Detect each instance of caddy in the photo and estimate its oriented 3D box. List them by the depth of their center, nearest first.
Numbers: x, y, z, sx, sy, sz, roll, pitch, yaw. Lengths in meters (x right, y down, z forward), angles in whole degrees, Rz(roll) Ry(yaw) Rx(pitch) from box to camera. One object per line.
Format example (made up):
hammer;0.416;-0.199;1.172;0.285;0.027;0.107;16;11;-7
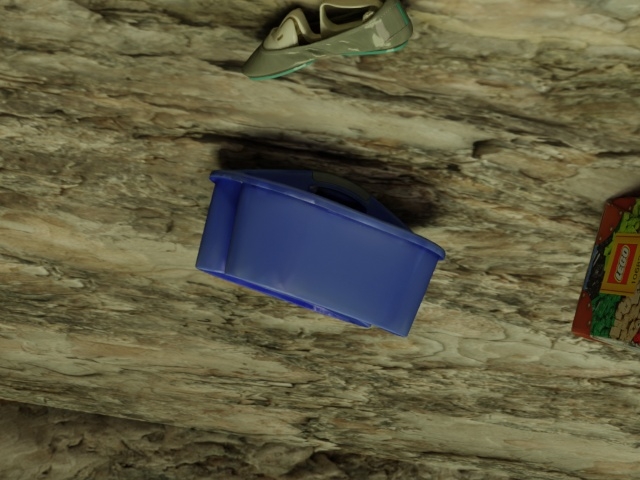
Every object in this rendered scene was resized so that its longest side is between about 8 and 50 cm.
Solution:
caddy;0.000;0.000;1.912;0.341;0.179;0.241;21;175;-25

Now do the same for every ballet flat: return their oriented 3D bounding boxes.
ballet flat;-0.001;-0.230;1.574;0.213;0.072;0.068;-8;123;28

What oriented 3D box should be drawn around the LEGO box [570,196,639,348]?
LEGO box;0.626;0.104;1.763;0.500;0.193;0.372;17;177;-14
